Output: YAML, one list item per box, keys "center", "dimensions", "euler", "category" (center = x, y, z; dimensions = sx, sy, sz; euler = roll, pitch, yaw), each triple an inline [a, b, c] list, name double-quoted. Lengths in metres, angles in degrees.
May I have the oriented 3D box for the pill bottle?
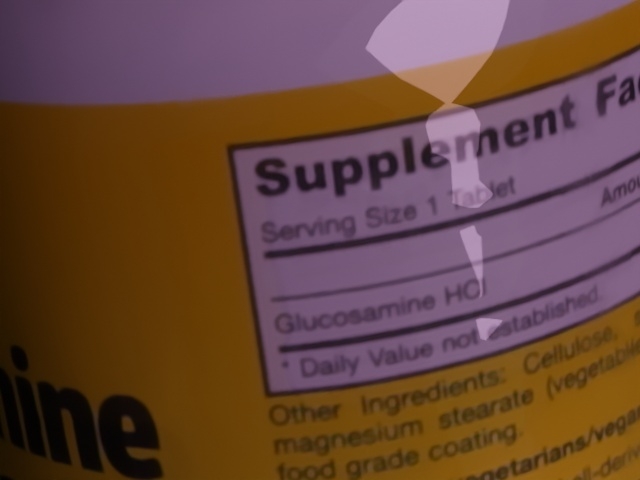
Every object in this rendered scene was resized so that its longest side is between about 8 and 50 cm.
- center: [0.000, 0.000, 0.460]
  dimensions: [0.188, 0.188, 0.334]
  euler: [-24, 115, -37]
  category: "pill bottle"
